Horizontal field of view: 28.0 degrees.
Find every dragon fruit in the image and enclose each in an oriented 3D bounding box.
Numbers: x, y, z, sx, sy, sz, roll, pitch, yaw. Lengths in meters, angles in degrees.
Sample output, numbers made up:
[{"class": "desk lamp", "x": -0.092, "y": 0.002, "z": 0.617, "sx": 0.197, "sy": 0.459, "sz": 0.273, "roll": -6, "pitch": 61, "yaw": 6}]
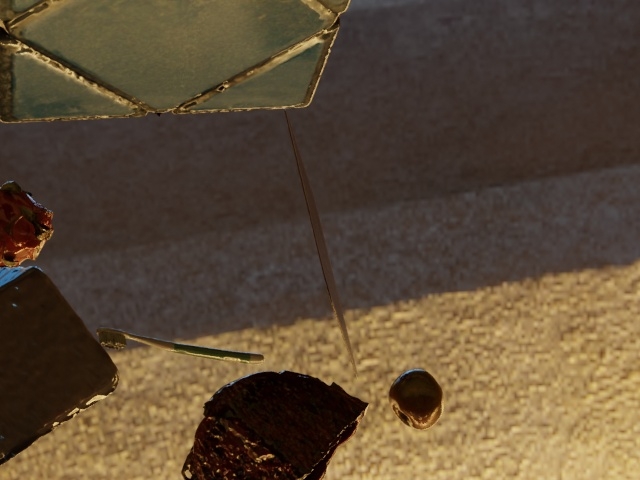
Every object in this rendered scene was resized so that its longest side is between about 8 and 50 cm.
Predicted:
[{"class": "dragon fruit", "x": -0.045, "y": 0.188, "z": 1.218, "sx": 0.127, "sy": 0.120, "sz": 0.161, "roll": 46, "pitch": -142, "yaw": 7}, {"class": "dragon fruit", "x": -0.307, "y": -0.010, "z": 1.226, "sx": 0.116, "sy": 0.081, "sz": 0.086, "roll": -6, "pitch": -145, "yaw": 51}]

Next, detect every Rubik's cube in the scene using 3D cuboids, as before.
[{"class": "Rubik's cube", "x": -0.098, "y": -0.207, "z": 0.756, "sx": 0.205, "sy": 0.205, "sz": 0.207, "roll": -6, "pitch": -116, "yaw": -16}]

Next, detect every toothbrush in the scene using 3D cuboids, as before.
[{"class": "toothbrush", "x": -0.175, "y": 0.140, "z": 1.657, "sx": 0.257, "sy": 0.018, "sz": 0.024, "roll": 13, "pitch": -131, "yaw": -39}]

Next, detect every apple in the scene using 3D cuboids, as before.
[{"class": "apple", "x": 0.137, "y": 0.222, "z": 1.809, "sx": 0.071, "sy": 0.084, "sz": 0.084, "roll": -40, "pitch": -138, "yaw": -18}]

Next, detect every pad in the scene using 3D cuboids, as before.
[{"class": "pad", "x": 0.000, "y": 0.000, "z": 1.327, "sx": 0.002, "sy": 0.176, "sz": 0.266, "roll": -15, "pitch": -130, "yaw": 2}]

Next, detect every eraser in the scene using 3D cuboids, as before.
[{"class": "eraser", "x": -0.315, "y": 0.137, "z": 0.897, "sx": 0.352, "sy": 0.111, "sz": 0.077, "roll": -31, "pitch": -156, "yaw": 0}]
